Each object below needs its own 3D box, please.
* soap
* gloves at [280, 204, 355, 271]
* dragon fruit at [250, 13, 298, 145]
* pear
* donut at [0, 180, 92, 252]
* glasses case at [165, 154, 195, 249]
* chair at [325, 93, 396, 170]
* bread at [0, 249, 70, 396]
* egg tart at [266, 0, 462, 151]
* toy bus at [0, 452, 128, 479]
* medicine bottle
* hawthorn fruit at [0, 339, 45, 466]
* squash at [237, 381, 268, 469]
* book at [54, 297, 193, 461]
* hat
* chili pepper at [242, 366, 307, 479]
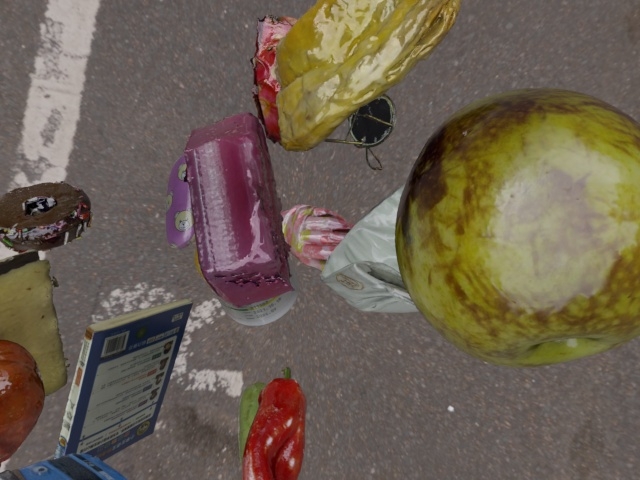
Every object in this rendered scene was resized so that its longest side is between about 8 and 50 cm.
[{"bbox_3d":[-0.130,-0.062,0.928,0.128,0.220,0.324,-11,65,1],"label":"soap"},{"bbox_3d":[-0.008,-0.005,1.334,0.126,0.241,0.145,28,82,-36],"label":"gloves"},{"bbox_3d":[-0.031,-0.284,1.057,0.189,0.261,0.162,-19,48,7],"label":"dragon fruit"},{"bbox_3d":[0.199,-0.017,0.556,0.284,0.283,0.283,0,87,-3],"label":"pear"},{"bbox_3d":[-0.743,-0.063,1.543,0.270,0.269,0.103,-2,127,-3],"label":"donut"},{"bbox_3d":[-0.416,-0.124,1.761,0.123,0.076,0.316,-24,58,34],"label":"glasses case"},{"bbox_3d":[0.124,-0.310,1.509,0.170,0.326,0.159,-26,70,31],"label":"chair"},{"bbox_3d":[-0.616,0.209,1.033,0.242,0.346,0.404,-1,115,36],"label":"bread"},{"bbox_3d":[0.036,-0.250,0.730,0.319,0.319,0.128,-46,105,-4],"label":"egg tart"},{"bbox_3d":[-0.251,0.320,0.530,0.116,0.134,0.233,25,99,24],"label":"toy bus"},{"bbox_3d":[-0.196,0.084,1.596,0.238,0.231,0.237,-8,50,10],"label":"medicine bottle"},{"bbox_3d":[-0.558,0.290,0.941,0.208,0.207,0.243,5,119,-2],"label":"hawthorn fruit"},{"bbox_3d":[-0.158,0.500,1.500,0.119,0.370,0.118,-2,112,-5],"label":"squash"},{"bbox_3d":[-0.469,0.351,1.380,0.039,0.300,0.427,30,110,24],"label":"book"},{"bbox_3d":[0.169,0.052,0.822,0.301,0.168,0.258,37,56,10],"label":"hat"},{"bbox_3d":[-0.039,0.173,0.525,0.050,0.191,0.059,-25,114,16],"label":"chili pepper"}]
